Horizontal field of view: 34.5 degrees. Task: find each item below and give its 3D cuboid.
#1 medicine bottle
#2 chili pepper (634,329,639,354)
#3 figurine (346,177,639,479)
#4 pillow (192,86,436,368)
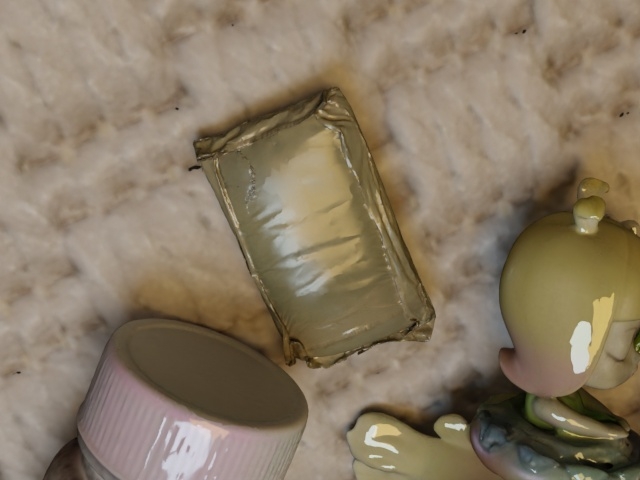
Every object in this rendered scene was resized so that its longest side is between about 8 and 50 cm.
[{"bbox_3d":[-0.125,0.209,0.740,0.165,0.165,0.273,20,103,-17],"label":"medicine bottle"},{"bbox_3d":[0.249,0.089,0.845,0.030,0.017,0.083,40,99,-20],"label":"chili pepper"},{"bbox_3d":[0.154,0.148,0.779,0.274,0.226,0.394,11,105,16],"label":"figurine"},{"bbox_3d":[0.000,0.000,0.743,0.119,0.053,0.208,-22,113,2],"label":"pillow"}]
